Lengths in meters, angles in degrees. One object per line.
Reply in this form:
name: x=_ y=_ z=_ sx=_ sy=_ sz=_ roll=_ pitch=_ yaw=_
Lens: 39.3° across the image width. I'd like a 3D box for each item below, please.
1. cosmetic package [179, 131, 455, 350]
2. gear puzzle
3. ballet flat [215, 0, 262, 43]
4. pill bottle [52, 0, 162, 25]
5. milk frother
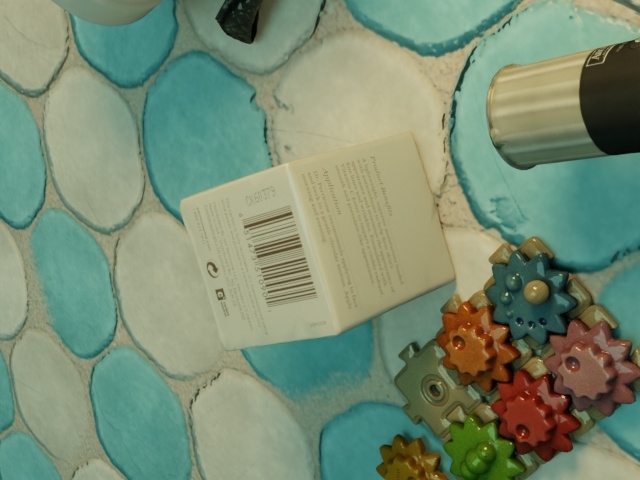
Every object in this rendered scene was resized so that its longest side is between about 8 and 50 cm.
cosmetic package: x=0.000 y=0.000 z=0.837 sx=0.151 sy=0.184 sz=0.151 roll=-14 pitch=92 yaw=43
gear puzzle: x=0.141 y=0.156 z=0.850 sx=0.175 sy=0.044 sz=0.339 roll=51 pitch=130 yaw=18
ballet flat: x=-0.047 y=-0.269 z=0.906 sx=0.049 sy=0.057 sz=0.173 roll=32 pitch=135 yaw=-18
pill bottle: x=-0.130 y=-0.363 z=0.832 sx=0.363 sy=0.210 sz=0.210 roll=-27 pitch=84 yaw=44
milk frother: x=0.219 y=-0.074 z=0.660 sx=0.135 sy=0.129 sz=0.143 roll=-3 pitch=102 yaw=49
